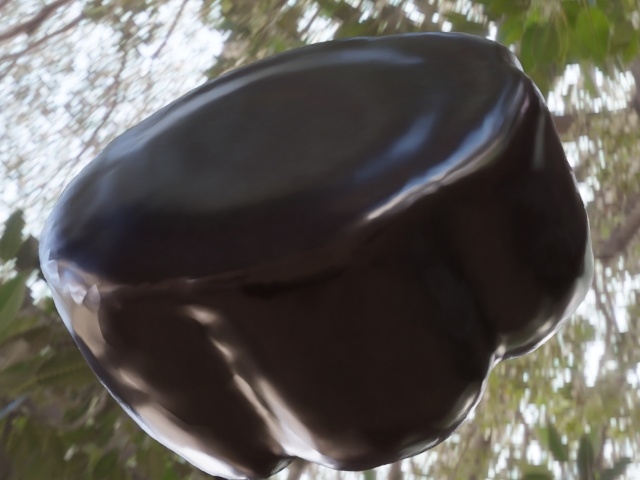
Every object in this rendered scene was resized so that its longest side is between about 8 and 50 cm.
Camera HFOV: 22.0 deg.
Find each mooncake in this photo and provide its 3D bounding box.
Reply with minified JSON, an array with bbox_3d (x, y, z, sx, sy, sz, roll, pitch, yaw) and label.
[{"bbox_3d":[0.000,0.000,0.757,0.245,0.245,0.133,-21,-64,14],"label":"mooncake"}]
